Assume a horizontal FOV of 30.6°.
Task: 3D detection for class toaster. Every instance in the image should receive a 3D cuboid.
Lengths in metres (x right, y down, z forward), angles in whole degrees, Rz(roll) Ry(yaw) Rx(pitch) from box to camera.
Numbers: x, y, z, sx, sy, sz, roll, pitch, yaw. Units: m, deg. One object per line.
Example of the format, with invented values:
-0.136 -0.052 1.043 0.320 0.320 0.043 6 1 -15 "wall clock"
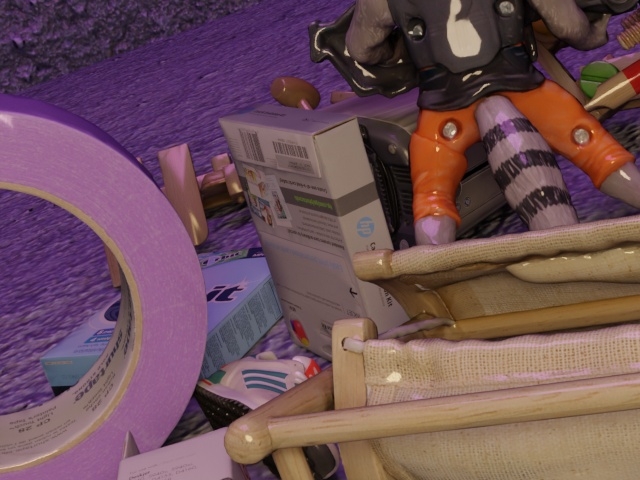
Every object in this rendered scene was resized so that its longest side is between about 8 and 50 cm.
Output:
0.069 -0.070 1.042 0.146 0.129 0.227 -26 21 -33 "toaster"

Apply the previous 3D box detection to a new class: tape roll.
-0.215 0.046 0.755 0.275 0.274 0.090 -22 20 -9 "tape roll"

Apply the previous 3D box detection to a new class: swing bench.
0.135 0.073 0.528 0.253 0.165 0.254 -10 20 24 "swing bench"

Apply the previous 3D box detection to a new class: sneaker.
-0.022 0.103 0.751 0.075 0.057 0.161 -33 20 -22 "sneaker"

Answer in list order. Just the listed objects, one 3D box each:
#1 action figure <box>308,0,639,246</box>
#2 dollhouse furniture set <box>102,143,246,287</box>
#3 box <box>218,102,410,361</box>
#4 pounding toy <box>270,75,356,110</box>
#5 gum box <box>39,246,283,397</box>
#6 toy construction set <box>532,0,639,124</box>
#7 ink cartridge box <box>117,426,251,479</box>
0.159 -0.140 0.831 0.341 0.330 0.178 -21 -7 11 "action figure"
-0.140 -0.014 1.230 0.144 0.123 0.151 -17 -16 4 "dollhouse furniture set"
0.000 0.000 0.817 0.038 0.186 0.145 -25 20 -23 "box"
0.089 -0.148 1.327 0.270 0.154 0.154 10 4 38 "pounding toy"
-0.114 0.064 0.969 0.157 0.041 0.184 -6 22 32 "gum box"
0.221 -0.172 1.055 0.237 0.257 0.309 -33 15 15 "toy construction set"
-0.053 0.161 0.548 0.060 0.104 0.180 -18 19 1 "ink cartridge box"
